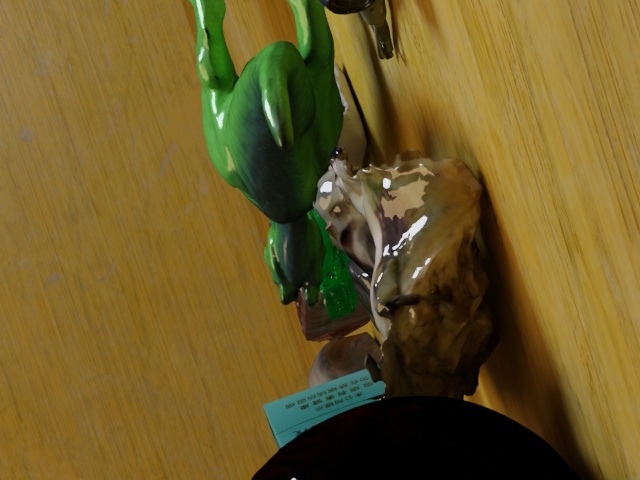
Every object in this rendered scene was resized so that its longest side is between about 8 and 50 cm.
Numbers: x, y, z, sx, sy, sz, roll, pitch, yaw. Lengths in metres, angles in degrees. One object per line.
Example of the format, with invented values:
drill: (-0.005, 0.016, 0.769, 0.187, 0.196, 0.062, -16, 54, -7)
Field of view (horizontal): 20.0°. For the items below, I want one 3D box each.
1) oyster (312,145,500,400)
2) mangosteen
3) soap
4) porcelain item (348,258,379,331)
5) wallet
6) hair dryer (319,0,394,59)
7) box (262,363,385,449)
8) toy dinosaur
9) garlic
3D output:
oyster: (0.068, 0.037, 1.355, 0.351, 0.114, 0.238, 92, 167, -63)
mangosteen: (0.043, 0.244, 1.196, 0.297, 0.313, 0.297, -36, -48, -56)
soap: (-0.002, 0.001, 1.962, 0.273, 0.098, 0.218, 94, 156, -76)
porcelain item: (0.064, 0.059, 1.638, 0.081, 0.069, 0.216, 59, -177, -43)
wallet: (0.016, -0.107, 1.744, 0.190, 0.033, 0.095, 96, 153, -79)
hair dryer: (0.021, -0.226, 1.301, 0.199, 0.067, 0.167, 30, -131, -76)
box: (0.037, 0.208, 1.936, 0.229, 0.162, 0.041, -121, 13, -68)
toy dinosaur: (-0.042, -0.033, 1.505, 0.500, 0.144, 0.375, -92, -3, -63)
garlic: (0.039, 0.176, 2.131, 0.195, 0.101, 0.087, -119, 13, -63)
